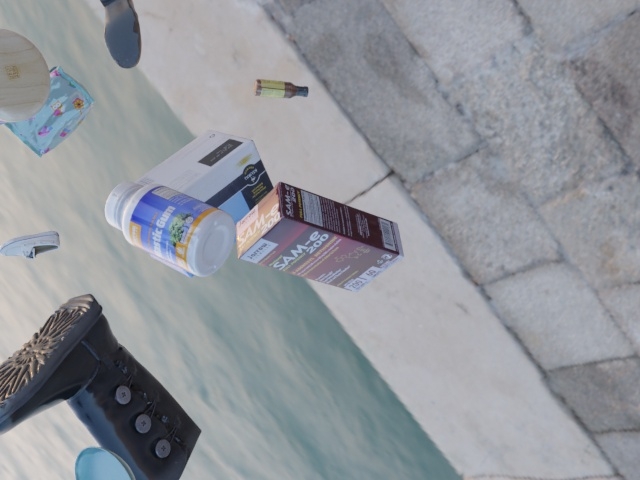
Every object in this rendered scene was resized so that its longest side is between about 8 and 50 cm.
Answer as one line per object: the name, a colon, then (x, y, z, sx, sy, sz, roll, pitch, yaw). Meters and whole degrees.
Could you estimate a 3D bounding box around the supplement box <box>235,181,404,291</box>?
supplement box: (0.000, 0.000, 1.292, 0.240, 0.073, 0.130, 18, 139, -32)

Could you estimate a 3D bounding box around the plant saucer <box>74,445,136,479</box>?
plant saucer: (-0.290, 0.335, 1.118, 0.119, 0.021, 0.119, 10, 110, 30)

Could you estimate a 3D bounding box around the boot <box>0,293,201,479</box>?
boot: (-0.474, 0.394, 1.691, 0.146, 0.367, 0.445, -1, 128, 40)

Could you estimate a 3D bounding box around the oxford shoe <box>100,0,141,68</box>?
oxford shoe: (-0.385, -0.431, 1.604, 0.076, 0.076, 0.212, 35, -140, -72)

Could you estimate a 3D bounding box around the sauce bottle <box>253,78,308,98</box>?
sauce bottle: (-0.092, -0.355, 1.909, 0.042, 0.128, 0.042, -176, 90, -72)

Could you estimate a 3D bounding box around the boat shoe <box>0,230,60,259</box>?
boat shoe: (-0.487, 0.014, 1.360, 0.035, 0.100, 0.035, 98, 156, -57)

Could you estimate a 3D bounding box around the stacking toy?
stacking toy: (-0.578, -0.231, 1.314, 0.330, 0.141, 0.141, -9, 118, 43)

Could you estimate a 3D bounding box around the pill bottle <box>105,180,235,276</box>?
pill bottle: (-0.336, -0.036, 1.781, 0.272, 0.152, 0.152, 22, 139, 24)

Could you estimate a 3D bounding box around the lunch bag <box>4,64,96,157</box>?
lunch bag: (-0.738, -0.355, 2.220, 0.160, 0.223, 0.262, 45, 176, -18)

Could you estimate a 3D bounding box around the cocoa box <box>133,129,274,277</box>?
cocoa box: (-0.329, -0.108, 2.222, 0.231, 0.347, 0.227, 21, 143, 47)
